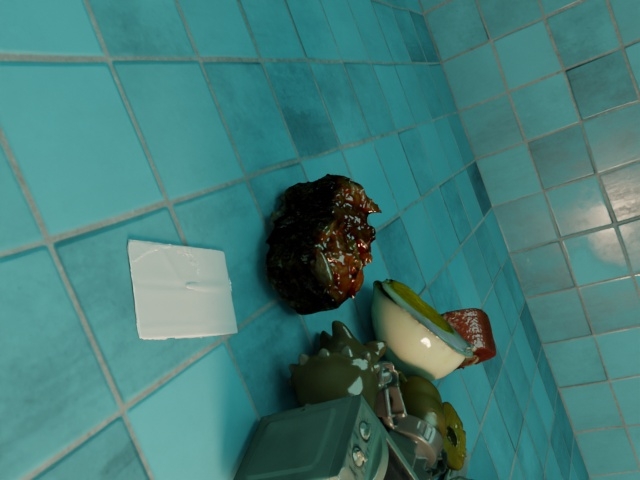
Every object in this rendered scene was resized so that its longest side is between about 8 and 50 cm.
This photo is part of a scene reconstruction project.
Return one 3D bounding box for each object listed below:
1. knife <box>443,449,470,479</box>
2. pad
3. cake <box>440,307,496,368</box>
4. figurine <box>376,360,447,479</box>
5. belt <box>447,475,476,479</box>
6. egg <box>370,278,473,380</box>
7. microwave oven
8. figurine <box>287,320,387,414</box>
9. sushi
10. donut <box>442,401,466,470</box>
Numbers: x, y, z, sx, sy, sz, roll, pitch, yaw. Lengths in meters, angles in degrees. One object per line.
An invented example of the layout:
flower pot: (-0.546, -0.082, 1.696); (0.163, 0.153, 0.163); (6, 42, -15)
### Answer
knife: (0.358, 0.639, 1.643); (0.073, 0.041, 0.265); (61, 29, -3)
pad: (-0.217, 0.082, 0.994); (0.232, 0.004, 0.156); (11, 64, -58)
cake: (0.418, 0.295, 1.808); (0.283, 0.177, 0.150); (29, 50, -53)
figurine: (0.191, 0.423, 1.346); (0.285, 0.167, 0.342); (-60, 148, -45)
belt: (0.318, 0.647, 1.345); (0.150, 0.257, 0.207); (29, 23, -52)
egg: (0.213, 0.234, 1.496); (0.286, 0.174, 0.264); (39, 9, -7)
microwave oven: (0.035, 0.419, 0.995); (0.295, 0.237, 0.181); (57, 31, -21)
figurine: (0.032, 0.251, 1.155); (0.173, 0.177, 0.247); (70, 34, -44)
sushi: (0.000, 0.000, 1.245); (0.196, 0.182, 0.343); (45, 35, -29)
donut: (0.328, 0.527, 1.636); (0.162, 0.065, 0.178); (-36, 106, -56)
